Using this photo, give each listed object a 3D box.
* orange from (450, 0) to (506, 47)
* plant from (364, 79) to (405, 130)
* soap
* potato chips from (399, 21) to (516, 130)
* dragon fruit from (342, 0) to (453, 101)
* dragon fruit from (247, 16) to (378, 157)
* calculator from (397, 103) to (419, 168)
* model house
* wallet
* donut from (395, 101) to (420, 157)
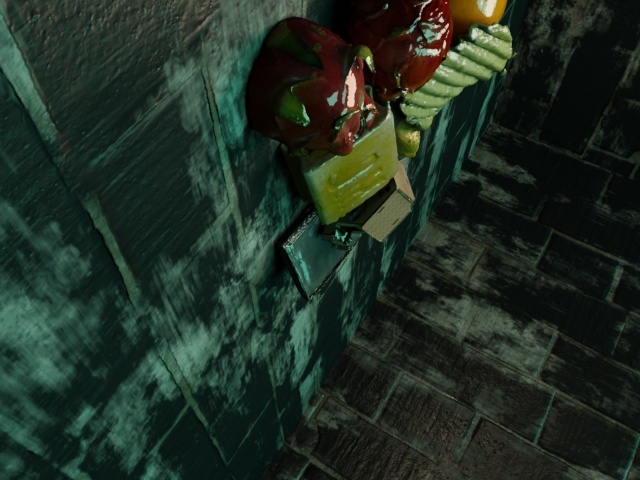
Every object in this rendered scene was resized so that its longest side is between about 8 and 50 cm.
[{"bbox_3d":[0.378,-0.702,1.773,0.312,0.312,0.312,-53,160,-29],"label":"orange"},{"bbox_3d":[0.166,-0.396,1.852,0.142,0.164,0.256,-51,147,-41],"label":"plant"},{"bbox_3d":[0.063,-0.225,1.700,0.293,0.156,0.335,-33,156,-6],"label":"soap"},{"bbox_3d":[0.393,-0.482,1.834,0.373,0.097,0.389,-33,164,11],"label":"potato chips"},{"bbox_3d":[0.198,-0.531,1.547,0.277,0.277,0.342,-54,141,-26],"label":"dragon fruit"},{"bbox_3d":[0.002,-0.323,1.378,0.305,0.225,0.305,-51,160,-26],"label":"dragon fruit"},{"bbox_3d":[0.341,-0.418,2.502,0.220,0.048,0.330,-32,143,-56],"label":"calculator"},{"bbox_3d":[0.154,-0.131,1.910,0.169,0.244,0.326,37,66,-49],"label":"model house"},{"bbox_3d":[0.000,0.000,1.979,0.342,0.075,0.237,-51,128,-35],"label":"wallet"},{"bbox_3d":[0.255,-0.427,2.042,0.112,0.151,0.295,-177,-96,-77],"label":"donut"}]
